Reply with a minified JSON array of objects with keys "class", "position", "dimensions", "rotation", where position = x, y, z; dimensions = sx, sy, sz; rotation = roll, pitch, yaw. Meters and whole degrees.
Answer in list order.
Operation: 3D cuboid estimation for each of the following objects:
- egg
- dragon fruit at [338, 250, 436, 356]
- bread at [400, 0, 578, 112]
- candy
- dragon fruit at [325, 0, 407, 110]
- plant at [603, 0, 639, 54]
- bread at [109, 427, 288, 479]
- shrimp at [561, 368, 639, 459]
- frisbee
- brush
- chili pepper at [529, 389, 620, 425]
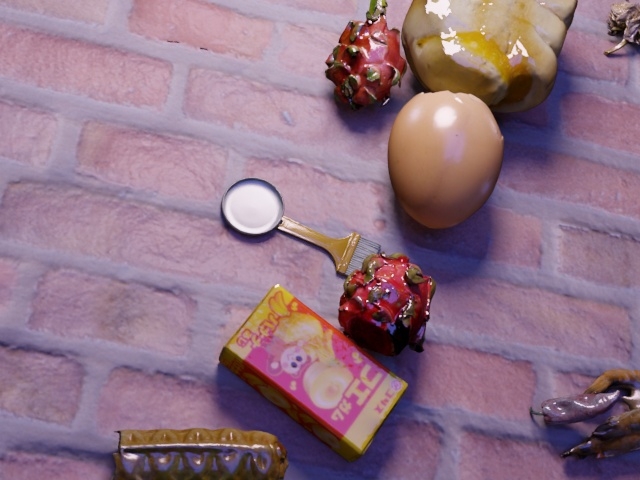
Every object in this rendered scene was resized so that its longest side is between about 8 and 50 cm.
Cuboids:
[{"class":"egg","position":[0.213,-0.137,1.700],"dimensions":[0.201,0.201,0.244],"rotation":[14,69,-7]},{"class":"dragon fruit","position":[0.117,0.101,1.606],"dimensions":[0.166,0.160,0.172],"rotation":[46,53,-13]},{"class":"bread","position":[0.298,-0.375,1.806],"dimensions":[0.300,0.210,0.341],"rotation":[18,64,-5]},{"class":"candy","position":[-0.012,0.213,1.570],"dimensions":[0.276,0.088,0.146],"rotation":[36,64,3]},{"class":"dragon fruit","position":[0.088,-0.346,1.789],"dimensions":[0.135,0.137,0.236],"rotation":[13,67,-24]},{"class":"plant","position":[0.625,-0.422,1.973],"dimensions":[0.116,0.104,0.122],"rotation":[27,89,21]},{"class":"bread","position":[-0.180,0.335,1.482],"dimensions":[0.269,0.098,0.087],"rotation":[3,110,-11]},{"class":"shrimp","position":[0.510,0.291,1.678],"dimensions":[0.254,0.059,0.145],"rotation":[-9,68,-17]},{"class":"frisbee","position":[-0.116,-0.059,1.689],"dimensions":[0.110,0.014,0.110],"rotation":[3,67,-8]},{"class":"brush","position":[0.000,0.000,1.699],"dimensions":[0.205,0.011,0.083],"rotation":[25,66,-2]},{"class":"chili pepper","position":[0.427,0.280,1.639],"dimensions":[0.153,0.041,0.050],"rotation":[-13,64,16]}]
